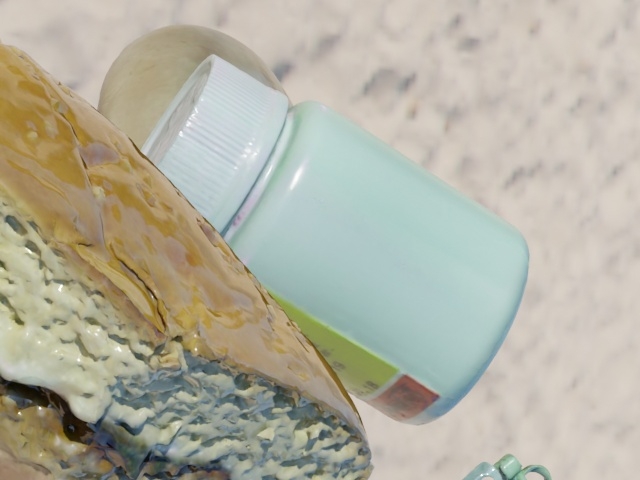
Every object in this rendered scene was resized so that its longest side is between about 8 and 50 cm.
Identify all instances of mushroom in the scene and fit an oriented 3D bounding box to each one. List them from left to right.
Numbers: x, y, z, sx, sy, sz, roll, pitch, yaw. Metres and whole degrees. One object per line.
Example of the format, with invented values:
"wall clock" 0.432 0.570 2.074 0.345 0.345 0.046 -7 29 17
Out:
"mushroom" -0.107 -0.046 1.339 0.204 0.204 0.204 -39 134 -56

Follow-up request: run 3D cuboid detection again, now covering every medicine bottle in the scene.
"medicine bottle" 0.000 0.000 1.093 0.139 0.225 0.139 -53 -167 19

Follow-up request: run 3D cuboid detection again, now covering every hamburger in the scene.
"hamburger" -0.117 0.033 0.755 0.155 0.245 0.282 -39 150 21

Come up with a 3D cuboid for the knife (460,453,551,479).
"knife" 0.088 0.156 0.656 0.078 0.022 0.166 -38 101 -15
